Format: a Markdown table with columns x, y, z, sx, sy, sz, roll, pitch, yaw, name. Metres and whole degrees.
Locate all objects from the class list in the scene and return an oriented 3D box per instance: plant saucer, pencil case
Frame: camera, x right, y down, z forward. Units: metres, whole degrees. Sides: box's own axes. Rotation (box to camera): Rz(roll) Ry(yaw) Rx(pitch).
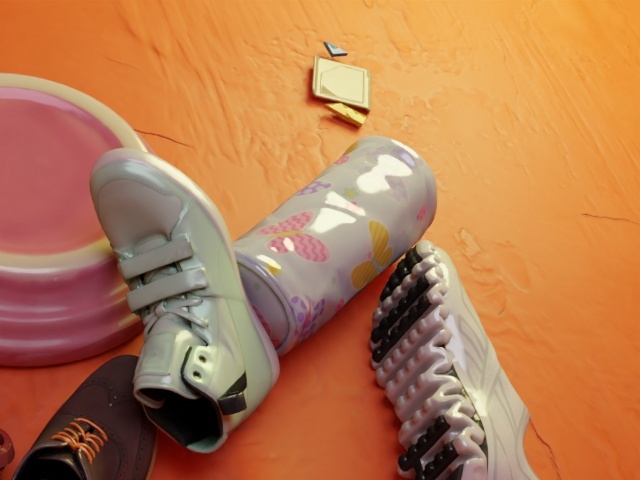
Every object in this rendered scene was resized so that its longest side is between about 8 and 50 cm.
| x | y | z | sx | sy | sz | roll | pitch | yaw | name |
| --- | --- | --- | --- | --- | --- | --- | --- | --- | --- |
| -0.277 | -0.039 | 1.248 | 0.332 | 0.084 | 0.332 | 12 | 46 | -12 | plant saucer |
| 0.000 | 0.000 | 1.306 | 0.124 | 0.113 | 0.273 | 22 | 40 | 26 | pencil case |

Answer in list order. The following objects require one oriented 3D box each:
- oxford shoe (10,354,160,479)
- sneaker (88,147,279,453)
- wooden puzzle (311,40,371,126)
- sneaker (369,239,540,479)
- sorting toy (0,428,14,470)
| x | y | z | sx | sy | sz | roll | pitch | yaw | name |
| --- | --- | --- | --- | --- | --- | --- | --- | --- | --- |
| -0.185 | 0.178 | 1.071 | 0.097 | 0.098 | 0.271 | 23 | 44 | 0 | oxford shoe |
| -0.124 | 0.051 | 1.125 | 0.255 | 0.094 | 0.151 | 60 | 23 | -12 | sneaker |
| 0.024 | -0.175 | 1.551 | 0.079 | 0.014 | 0.116 | 21 | 44 | -9 | wooden puzzle |
| 0.123 | 0.129 | 1.255 | 0.118 | 0.110 | 0.292 | 16 | 46 | -27 | sneaker |
| -0.292 | 0.161 | 1.091 | 0.102 | 0.042 | 0.061 | 32 | 28 | 24 | sorting toy |
